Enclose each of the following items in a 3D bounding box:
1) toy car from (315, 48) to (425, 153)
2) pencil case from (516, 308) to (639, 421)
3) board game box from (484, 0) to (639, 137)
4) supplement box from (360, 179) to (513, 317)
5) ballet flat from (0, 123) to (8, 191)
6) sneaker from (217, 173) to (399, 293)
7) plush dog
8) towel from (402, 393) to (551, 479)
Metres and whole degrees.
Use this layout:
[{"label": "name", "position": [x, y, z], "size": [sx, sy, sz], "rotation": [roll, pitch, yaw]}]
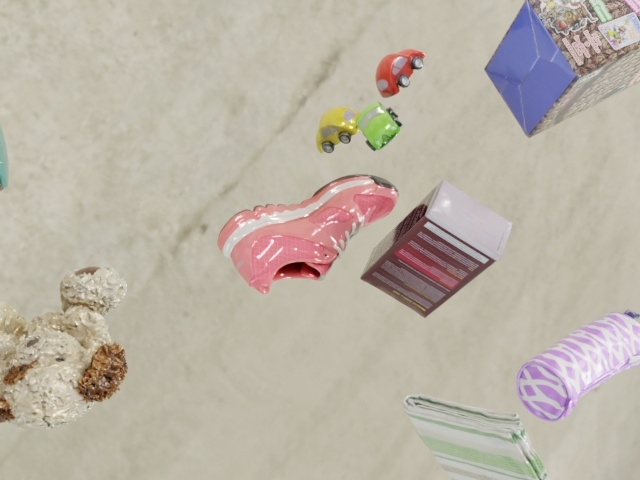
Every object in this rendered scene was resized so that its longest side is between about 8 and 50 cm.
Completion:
[{"label": "toy car", "position": [0.080, -0.209, 1.638], "size": [0.239, 0.225, 0.053], "rotation": [-43, 112, 12]}, {"label": "pencil case", "position": [0.342, 0.162, 1.325], "size": [0.206, 0.088, 0.086], "rotation": [-22, 135, -37]}, {"label": "board game box", "position": [0.432, -0.314, 1.573], "size": [0.291, 0.141, 0.232], "rotation": [-27, 168, -14]}, {"label": "supplement box", "position": [0.174, 0.019, 1.583], "size": [0.239, 0.130, 0.073], "rotation": [-47, -167, 54]}, {"label": "ballet flat", "position": [-0.473, -0.171, 1.410], "size": [0.073, 0.080, 0.232], "rotation": [0, 124, -8]}, {"label": "sneaker", "position": [0.000, 0.000, 1.627], "size": [0.313, 0.136, 0.116], "rotation": [-20, 153, -22]}, {"label": "plush dog", "position": [-0.375, 0.181, 1.427], "size": [0.262, 0.225, 0.211], "rotation": [-18, 113, -2]}, {"label": "towel", "position": [0.143, 0.185, 0.883], "size": [0.023, 0.113, 0.152], "rotation": [-58, 137, -26]}]
